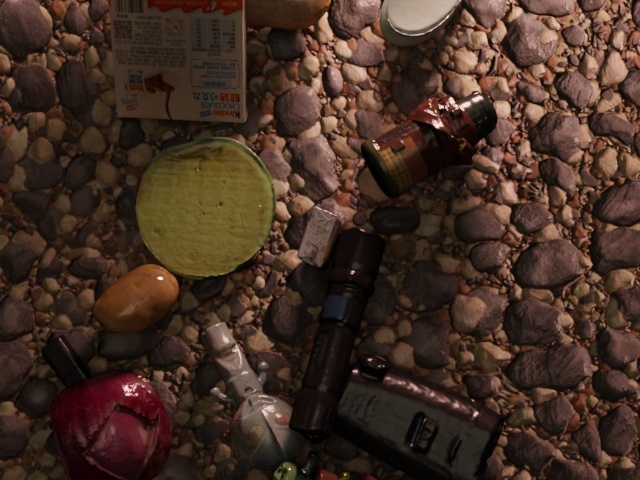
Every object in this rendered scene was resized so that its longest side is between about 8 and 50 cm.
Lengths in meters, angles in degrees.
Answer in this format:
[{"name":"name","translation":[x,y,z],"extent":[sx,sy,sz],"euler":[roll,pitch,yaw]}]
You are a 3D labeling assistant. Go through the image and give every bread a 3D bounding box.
[{"name":"bread","translation":[-0.233,-0.066,1.901],"extent":[0.301,0.045,0.302],"euler":[0,86,5]}]

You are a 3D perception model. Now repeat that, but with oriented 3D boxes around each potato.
[{"name":"potato","translation":[-0.367,0.121,1.862],"extent":[0.178,0.118,0.109],"euler":[-36,120,-13]}]

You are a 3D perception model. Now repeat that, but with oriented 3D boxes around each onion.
[{"name":"onion","translation":[-0.424,0.388,1.818],"extent":[0.247,0.111,0.250],"euler":[-22,84,9]}]

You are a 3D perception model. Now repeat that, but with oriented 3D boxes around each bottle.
[{"name":"bottle","translation":[0.225,-0.197,1.838],"extent":[0.271,0.143,0.156],"euler":[-29,84,-1]}]

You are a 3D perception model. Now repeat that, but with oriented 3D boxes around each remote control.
[{"name":"remote control","translation":[-0.483,0.306,1.894],"extent":[0.063,0.025,0.245],"euler":[-39,84,4]}]

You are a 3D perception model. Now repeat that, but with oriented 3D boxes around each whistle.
[{"name":"whistle","translation":[-0.135,0.325,1.832],"extent":[0.142,0.134,0.346],"euler":[-32,75,3]}]

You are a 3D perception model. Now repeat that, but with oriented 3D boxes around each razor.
[{"name":"razor","translation":[0.182,0.358,1.810],"extent":[0.326,0.107,0.189],"euler":[25,87,8]}]

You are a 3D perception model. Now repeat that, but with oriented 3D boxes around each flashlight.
[{"name":"flashlight","translation":[0.034,0.181,1.796],"extent":[0.103,0.103,0.424],"euler":[14,74,4]}]

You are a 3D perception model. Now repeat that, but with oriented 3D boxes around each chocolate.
[{"name":"chocolate","translation":[-0.134,-0.499,1.892],"extent":[0.309,0.134,0.134],"euler":[0,85,1]}]

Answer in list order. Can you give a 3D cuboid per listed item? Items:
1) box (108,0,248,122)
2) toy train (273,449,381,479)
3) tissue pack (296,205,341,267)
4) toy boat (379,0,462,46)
[{"name":"box","translation":[-0.283,-0.372,1.867],"extent":[0.273,0.048,0.265],"euler":[4,116,3]},{"name":"toy train","translation":[0.007,0.528,1.754],"extent":[0.304,0.150,0.222],"euler":[29,92,-21]},{"name":"tissue pack","translation":[0.000,0.000,1.830],"extent":[0.060,0.148,0.109],"euler":[20,86,6]},{"name":"toy boat","translation":[0.204,-0.482,1.906],"extent":[0.134,0.079,0.208],"euler":[40,78,-2]}]
